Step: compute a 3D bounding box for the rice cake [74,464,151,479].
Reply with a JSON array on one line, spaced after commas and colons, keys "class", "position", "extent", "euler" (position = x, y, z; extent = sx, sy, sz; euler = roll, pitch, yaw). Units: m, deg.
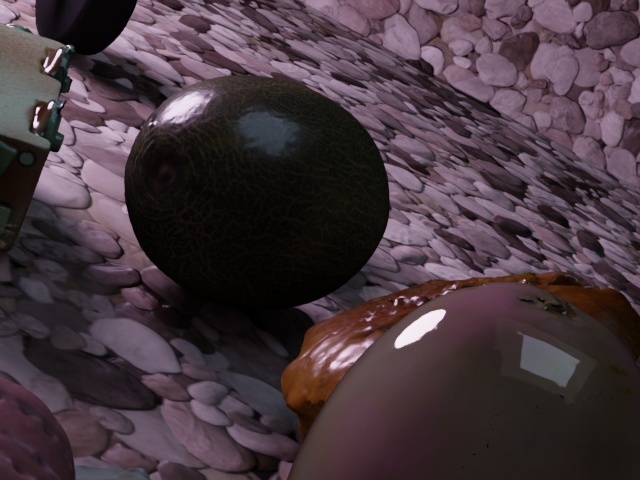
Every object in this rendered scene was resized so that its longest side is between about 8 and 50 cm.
[{"class": "rice cake", "position": [-0.175, 0.193, 0.924], "extent": [0.211, 0.038, 0.124], "euler": [14, 23, -40]}]

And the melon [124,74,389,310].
[{"class": "melon", "position": [-0.057, -0.046, 1.423], "extent": [0.237, 0.237, 0.302], "euler": [41, 19, 34]}]

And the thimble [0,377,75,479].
[{"class": "thimble", "position": [-0.220, 0.159, 0.727], "extent": [0.190, 0.163, 0.125], "euler": [-16, 25, 2]}]

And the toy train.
[{"class": "toy train", "position": [-0.322, -0.116, 1.360], "extent": [0.129, 0.159, 0.326], "euler": [20, 23, -16]}]

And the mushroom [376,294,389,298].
[{"class": "mushroom", "position": [0.184, 0.130, 1.468], "extent": [0.407, 0.137, 0.154], "euler": [2, 42, -50]}]

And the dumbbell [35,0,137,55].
[{"class": "dumbbell", "position": [-0.420, -0.386, 1.867], "extent": [0.322, 0.203, 0.204], "euler": [15, 22, -35]}]

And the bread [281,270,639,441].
[{"class": "bread", "position": [0.126, 0.125, 1.155], "extent": [0.312, 0.172, 0.312], "euler": [-11, 12, 2]}]

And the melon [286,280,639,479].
[{"class": "melon", "position": [0.087, 0.180, 0.897], "extent": [0.223, 0.317, 0.223], "euler": [22, 17, -7]}]
